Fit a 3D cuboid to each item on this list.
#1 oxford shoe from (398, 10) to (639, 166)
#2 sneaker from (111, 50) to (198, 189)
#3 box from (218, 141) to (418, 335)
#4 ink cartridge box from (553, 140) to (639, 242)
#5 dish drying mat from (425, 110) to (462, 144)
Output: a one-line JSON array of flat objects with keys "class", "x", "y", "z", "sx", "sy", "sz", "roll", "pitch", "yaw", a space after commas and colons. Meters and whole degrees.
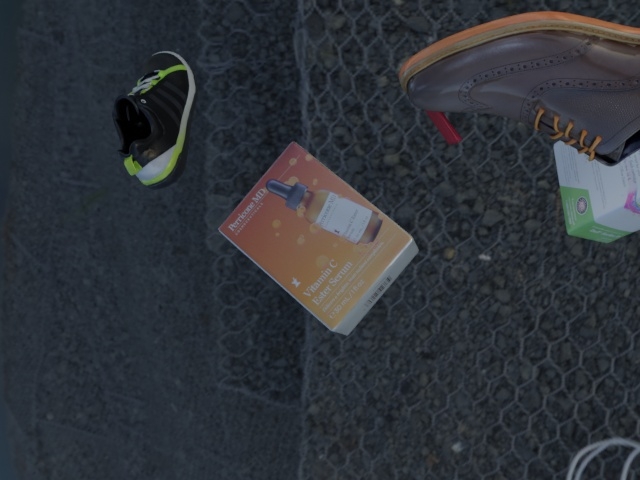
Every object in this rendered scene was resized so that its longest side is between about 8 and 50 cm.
[{"class": "oxford shoe", "x": 0.259, "y": -0.147, "z": 0.811, "sx": 0.364, "sy": 0.130, "sz": 0.132, "roll": 0, "pitch": 78, "yaw": 16}, {"class": "sneaker", "x": -0.221, "y": -0.177, "z": 1.045, "sx": 0.084, "sy": 0.097, "sz": 0.234, "roll": -24, "pitch": 53, "yaw": 23}, {"class": "box", "x": 0.000, "y": 0.000, "z": 0.873, "sx": 0.170, "sy": 0.091, "sz": 0.130, "roll": 40, "pitch": 90, "yaw": 14}, {"class": "ink cartridge box", "x": 0.605, "y": -0.154, "z": 1.450, "sx": 0.353, "sy": 0.119, "sz": 0.207, "roll": -34, "pitch": 51, "yaw": 52}, {"class": "dish drying mat", "x": 0.134, "y": -0.148, "z": 0.929, "sx": 0.008, "sy": 0.032, "sz": 0.083, "roll": -39, "pitch": 99, "yaw": -10}]
